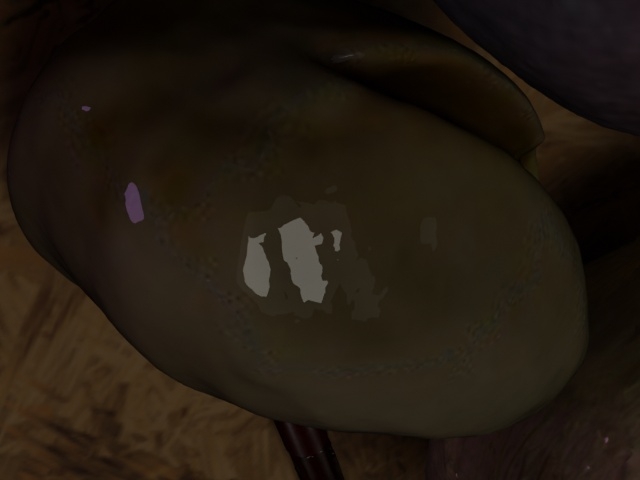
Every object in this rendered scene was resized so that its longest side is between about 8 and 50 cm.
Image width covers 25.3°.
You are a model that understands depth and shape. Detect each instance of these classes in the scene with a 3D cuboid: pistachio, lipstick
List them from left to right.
[{"bbox_3d":[-0.003,0.121,0.780,0.027,0.027,0.176,-26,139,-8],"label":"lipstick"},{"bbox_3d":[0.000,0.000,0.573,0.197,0.166,0.288,-21,148,25],"label":"pistachio"}]

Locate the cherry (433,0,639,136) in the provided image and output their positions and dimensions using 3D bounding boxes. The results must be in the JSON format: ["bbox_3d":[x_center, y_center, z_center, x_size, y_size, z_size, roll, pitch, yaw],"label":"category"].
[{"bbox_3d":[0.133,-0.135,0.503,0.213,0.184,0.266,-14,154,23],"label":"cherry"}]

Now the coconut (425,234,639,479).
[{"bbox_3d":[0.194,0.144,0.732,0.254,0.297,0.297,-38,138,1],"label":"coconut"}]
